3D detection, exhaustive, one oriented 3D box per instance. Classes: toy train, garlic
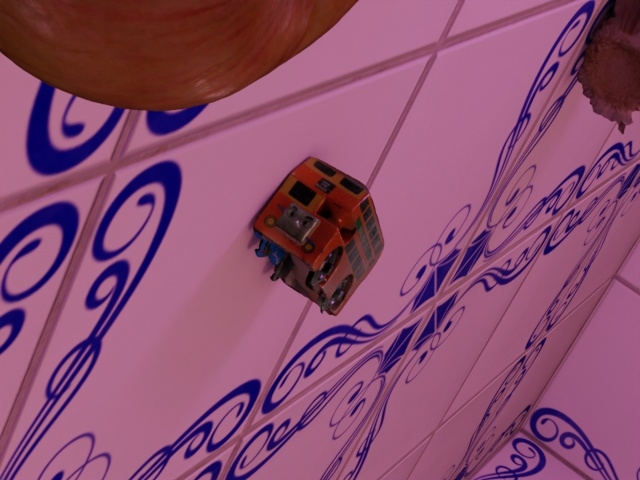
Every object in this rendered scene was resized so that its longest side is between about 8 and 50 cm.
[{"bbox_3d":[0.000,0.000,1.313,0.099,0.072,0.188,-57,164,-11],"label":"toy train"},{"bbox_3d":[0.426,-0.214,1.907,0.207,0.207,0.257,-48,161,-20],"label":"garlic"}]

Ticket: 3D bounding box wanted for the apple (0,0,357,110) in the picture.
[{"bbox_3d":[-0.058,-0.184,0.571,0.261,0.194,0.261,-51,163,-21],"label":"apple"}]
